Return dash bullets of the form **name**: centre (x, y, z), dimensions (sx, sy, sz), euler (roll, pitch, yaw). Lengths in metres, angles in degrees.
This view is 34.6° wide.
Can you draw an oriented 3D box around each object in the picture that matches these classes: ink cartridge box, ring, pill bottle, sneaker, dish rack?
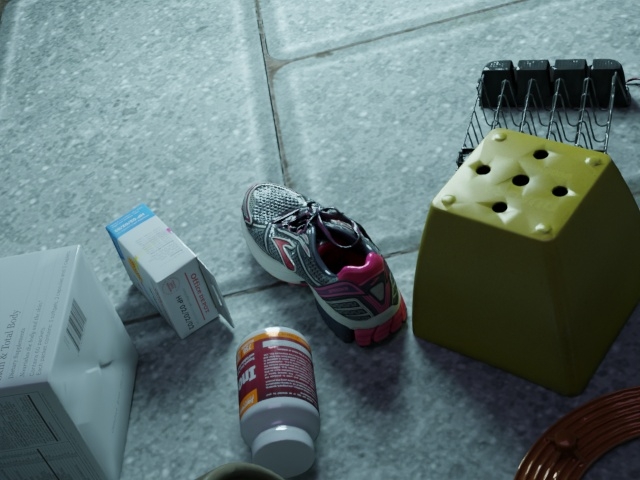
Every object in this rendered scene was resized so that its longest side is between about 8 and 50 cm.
- **ink cartridge box**: centre (-0.186, 0.046, 1.264), dimensions (0.061, 0.104, 0.181), euler (-33, 44, -18)
- **ring**: centre (0.335, 0.256, 0.928), dimensions (0.336, 0.032, 0.337), euler (-9, 43, 8)
- **pill bottle**: centre (-0.045, 0.173, 1.098), dimensions (0.086, 0.086, 0.152), euler (-13, 41, 3)
- **sneaker**: centre (0.000, 0.000, 1.250), dimensions (0.121, 0.112, 0.299), euler (-33, 44, -18)
- **dish rack**: centre (0.288, -0.142, 1.344), dimensions (0.208, 0.074, 0.272), euler (2, 47, 21)

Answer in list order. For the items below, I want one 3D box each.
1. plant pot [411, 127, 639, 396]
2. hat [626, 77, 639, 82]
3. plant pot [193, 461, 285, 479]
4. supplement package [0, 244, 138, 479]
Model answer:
- **plant pot**: centre (0.227, 0.003, 1.118), dimensions (0.212, 0.187, 0.212), euler (20, 53, 33)
- **hat**: centre (0.543, -0.177, 1.333), dimensions (0.173, 0.183, 0.209), euler (-27, 84, -2)
- **plant pot**: centre (-0.119, 0.371, 0.777), dimensions (0.280, 0.323, 0.323), euler (-28, 39, 17)
- **supplement package**: centre (-0.367, 0.158, 1.131), dimensions (0.262, 0.198, 0.199), euler (-9, 43, 8)
